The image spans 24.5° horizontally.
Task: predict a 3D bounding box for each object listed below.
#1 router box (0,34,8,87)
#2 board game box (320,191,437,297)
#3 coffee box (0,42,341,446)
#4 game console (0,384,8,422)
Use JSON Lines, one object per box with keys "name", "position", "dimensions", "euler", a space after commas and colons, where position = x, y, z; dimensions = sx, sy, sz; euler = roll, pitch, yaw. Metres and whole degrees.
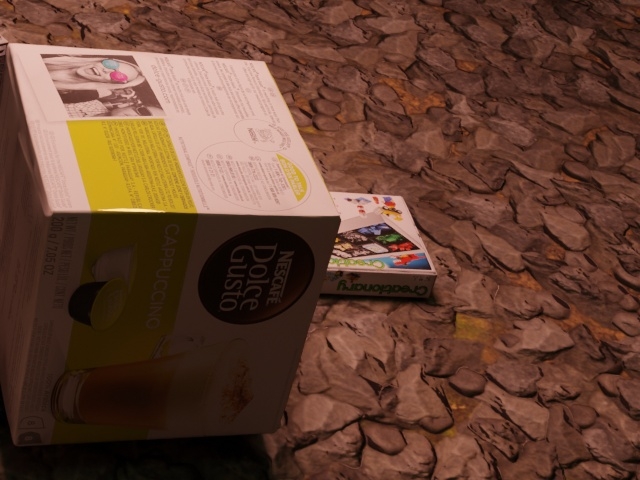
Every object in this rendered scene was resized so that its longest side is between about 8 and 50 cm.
{"name": "router box", "position": [-0.548, -0.289, 2.255], "dimensions": [0.046, 0.133, 0.179], "euler": [-20, 50, -39]}
{"name": "board game box", "position": [0.000, 0.000, 2.169], "dimensions": [0.305, 0.053, 0.193], "euler": [3, 37, -19]}
{"name": "coffee box", "position": [-0.207, 0.003, 1.764], "dimensions": [0.334, 0.337, 0.338], "euler": [1, 37, -22]}
{"name": "game console", "position": [-0.254, 0.165, 1.854], "dimensions": [0.361, 0.044, 0.213], "euler": [0, 38, -24]}
